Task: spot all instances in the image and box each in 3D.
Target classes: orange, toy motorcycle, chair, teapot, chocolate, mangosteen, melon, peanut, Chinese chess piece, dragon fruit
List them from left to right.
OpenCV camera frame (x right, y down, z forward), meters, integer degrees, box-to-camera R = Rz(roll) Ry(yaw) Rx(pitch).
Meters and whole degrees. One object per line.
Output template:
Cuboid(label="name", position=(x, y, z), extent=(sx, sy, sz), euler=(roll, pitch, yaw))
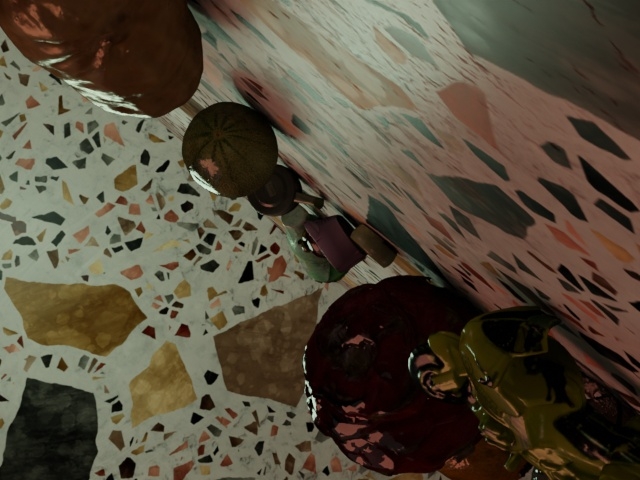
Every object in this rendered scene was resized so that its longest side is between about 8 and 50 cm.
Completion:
Cuboid(label="peanut", position=(-0.215, -0.228, 1.210), extent=(0.192, 0.169, 0.387), euler=(36, 179, 9))
Cuboid(label="melon", position=(-0.130, -0.131, 1.681), extent=(0.139, 0.139, 0.192), euler=(40, 178, 12))
Cuboid(label="teapot", position=(-0.061, -0.076, 2.028), extent=(0.124, 0.092, 0.091), euler=(46, -165, 17))
Cuboid(label="chocolate", position=(-0.019, 0.000, 2.425), extent=(0.110, 0.110, 0.291), euler=(39, 174, 24))
Cuboid(label="mangosteen", position=(0.003, -0.002, 2.284), extent=(0.081, 0.081, 0.081), euler=(41, 176, 3))
Cuboid(label="Chinese chess piece", position=(0.088, 0.009, 1.911), extent=(0.084, 0.034, 0.084), euler=(42, 178, 1))
Cuboid(label="dragon fruit", position=(0.125, 0.206, 1.778), extent=(0.329, 0.329, 0.329), euler=(41, 176, 3))
Cuboid(label="orange", position=(0.281, 0.327, 2.089), extent=(0.264, 0.264, 0.264), euler=(41, 176, 3))
Cuboid(label="toy motorcycle", position=(0.267, 0.192, 1.306), extent=(0.342, 0.142, 0.206), euler=(35, 148, 8))
Cuboid(label="chair", position=(0.344, 0.226, 1.500), extent=(0.174, 0.149, 0.213), euler=(40, -141, -38))

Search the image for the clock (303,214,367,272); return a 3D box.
Cuboid(label="clock", position=(0.031, -0.003, 1.996), extent=(0.110, 0.050, 0.153), euler=(53, -171, 4))

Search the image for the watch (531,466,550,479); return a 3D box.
Cuboid(label="watch", position=(0.456, 0.415, 1.673), extent=(0.275, 0.241, 0.305), euler=(27, -175, -34))
